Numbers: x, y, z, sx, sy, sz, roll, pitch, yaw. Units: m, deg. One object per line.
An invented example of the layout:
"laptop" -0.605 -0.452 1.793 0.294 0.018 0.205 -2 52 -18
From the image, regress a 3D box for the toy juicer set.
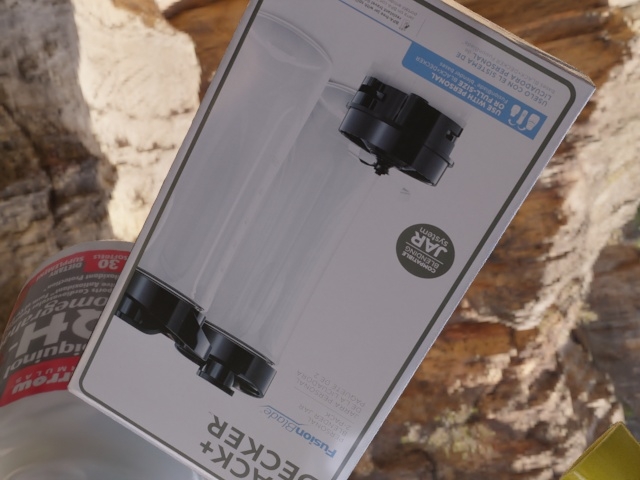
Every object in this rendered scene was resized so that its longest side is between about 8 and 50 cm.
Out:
"toy juicer set" 0.165 0.278 0.772 0.329 0.089 0.209 -48 161 11

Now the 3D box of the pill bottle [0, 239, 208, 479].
"pill bottle" -0.169 0.146 0.647 0.176 0.176 0.318 -11 -150 -1

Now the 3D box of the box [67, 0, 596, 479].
"box" 0.000 0.000 0.476 0.169 0.290 0.087 32 -160 5
